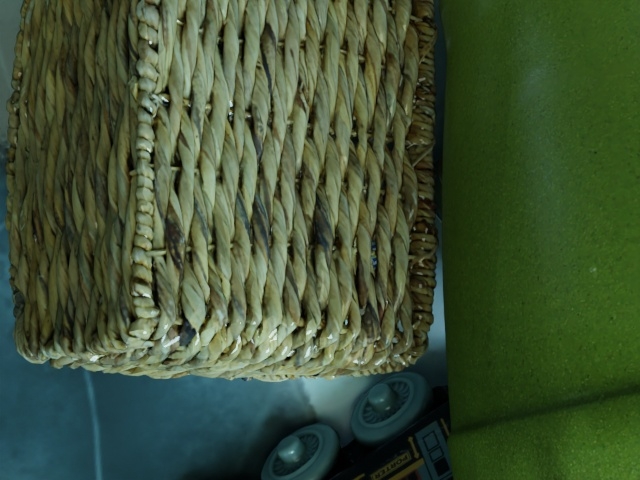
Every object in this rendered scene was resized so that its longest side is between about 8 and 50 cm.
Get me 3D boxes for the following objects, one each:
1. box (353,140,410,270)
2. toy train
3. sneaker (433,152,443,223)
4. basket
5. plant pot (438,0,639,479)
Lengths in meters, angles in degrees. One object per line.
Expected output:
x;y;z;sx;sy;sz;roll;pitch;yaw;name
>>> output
0.000;0.000;0.912;0.137;0.126;0.072;-28;113;4;box
0.019;0.238;0.981;0.334;0.190;0.142;-33;113;5;toy train
0.161;-0.002;0.944;0.192;0.086;0.064;36;71;-2;sneaker
-0.070;-0.058;0.810;0.223;0.213;0.299;6;78;-36;basket
0.221;-0.019;0.751;0.366;0.366;0.353;-12;79;-4;plant pot
